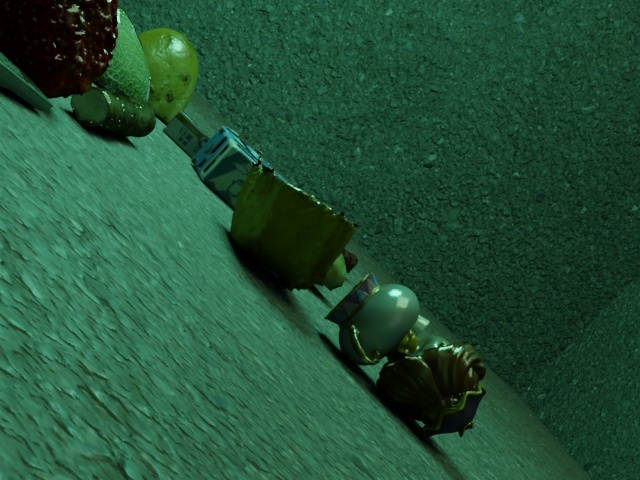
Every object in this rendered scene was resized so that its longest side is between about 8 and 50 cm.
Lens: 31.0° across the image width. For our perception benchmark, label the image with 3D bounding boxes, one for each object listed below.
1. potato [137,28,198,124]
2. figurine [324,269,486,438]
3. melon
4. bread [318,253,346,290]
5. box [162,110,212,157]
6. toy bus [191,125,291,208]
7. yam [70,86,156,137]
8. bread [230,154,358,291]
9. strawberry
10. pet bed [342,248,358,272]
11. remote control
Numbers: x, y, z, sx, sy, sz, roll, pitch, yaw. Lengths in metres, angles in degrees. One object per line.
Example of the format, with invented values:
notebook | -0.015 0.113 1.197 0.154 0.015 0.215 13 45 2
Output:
potato | -0.323 -0.349 2.315 0.203 0.158 0.178 39 4 -17
figurine | 0.130 0.170 1.658 0.263 0.142 0.189 46 36 3
melon | -0.368 -0.300 1.985 0.139 0.093 0.203 -54 130 -60
bread | -0.042 0.007 1.997 0.232 0.088 0.128 34 2 -41
box | -0.202 -0.155 2.194 0.218 0.055 0.039 44 5 -5
toy bus | -0.095 -0.074 2.119 0.297 0.106 0.131 41 7 -23
yam | -0.283 -0.177 1.605 0.061 0.061 0.253 44 5 3
bread | -0.051 -0.014 1.710 0.160 0.147 0.260 33 2 -22
strawberry | -0.329 -0.264 1.401 0.187 0.184 0.202 108 -24 -74
pet bed | 0.000 0.000 2.651 0.201 0.053 0.201 39 4 -3
remote control | -0.351 -0.186 1.258 0.061 0.029 0.162 48 0 21
